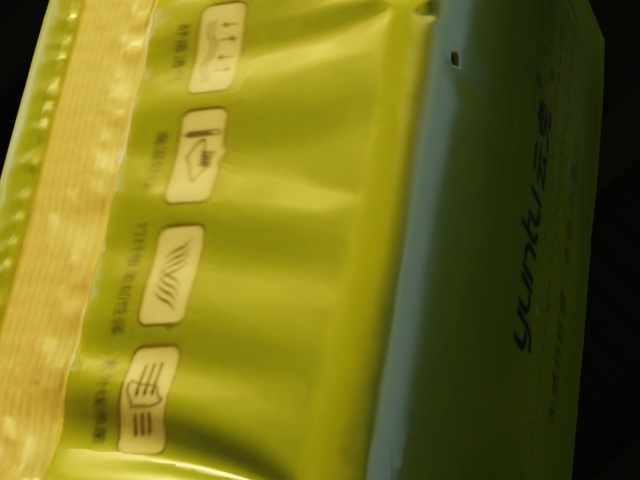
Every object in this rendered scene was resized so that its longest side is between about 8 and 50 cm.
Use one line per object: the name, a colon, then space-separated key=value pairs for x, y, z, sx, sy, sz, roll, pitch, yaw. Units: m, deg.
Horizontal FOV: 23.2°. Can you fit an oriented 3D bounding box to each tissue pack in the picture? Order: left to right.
tissue pack: x=0.000 y=0.000 z=0.558 sx=0.167 sy=0.200 sz=0.274 roll=-4 pitch=-118 yaw=25
